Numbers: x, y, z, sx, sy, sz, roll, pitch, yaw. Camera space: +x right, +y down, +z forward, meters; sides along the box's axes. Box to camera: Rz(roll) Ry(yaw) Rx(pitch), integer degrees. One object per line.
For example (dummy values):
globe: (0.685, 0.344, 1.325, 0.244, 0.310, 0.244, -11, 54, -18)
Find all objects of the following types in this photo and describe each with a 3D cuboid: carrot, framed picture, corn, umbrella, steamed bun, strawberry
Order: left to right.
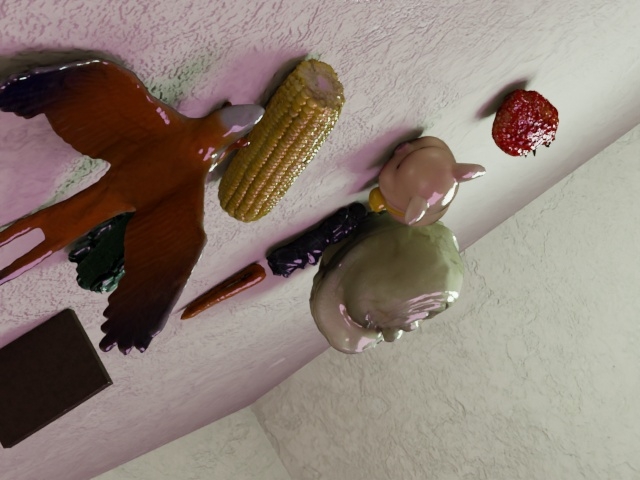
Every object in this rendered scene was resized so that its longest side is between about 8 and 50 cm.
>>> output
framed picture: (-0.399, 0.195, 1.006, 0.168, 0.128, 0.023, -32, 166, -5)
carrot: (-0.191, 0.101, 1.369, 0.190, 0.037, 0.037, -28, 166, -4)
corn: (-0.051, -0.108, 0.848, 0.081, 0.081, 0.248, -21, 162, -41)
umbrella: (0.000, 0.001, 1.389, 0.224, 0.071, 0.080, -35, -165, -15)
steamed bun: (0.116, 0.062, 1.497, 0.339, 0.247, 0.352, -32, -163, 22)
strawberry: (0.388, -0.232, 1.375, 0.148, 0.131, 0.131, 34, 121, -28)

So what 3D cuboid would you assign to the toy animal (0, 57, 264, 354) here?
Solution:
toy animal: (-0.193, -0.036, 0.694, 0.284, 0.225, 0.302, -20, -168, 46)

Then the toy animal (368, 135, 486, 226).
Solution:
toy animal: (0.179, -0.099, 1.300, 0.165, 0.149, 0.248, -48, 178, -3)

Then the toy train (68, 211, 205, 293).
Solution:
toy train: (-0.227, 0.001, 0.859, 0.170, 0.071, 0.111, -40, 172, 28)
